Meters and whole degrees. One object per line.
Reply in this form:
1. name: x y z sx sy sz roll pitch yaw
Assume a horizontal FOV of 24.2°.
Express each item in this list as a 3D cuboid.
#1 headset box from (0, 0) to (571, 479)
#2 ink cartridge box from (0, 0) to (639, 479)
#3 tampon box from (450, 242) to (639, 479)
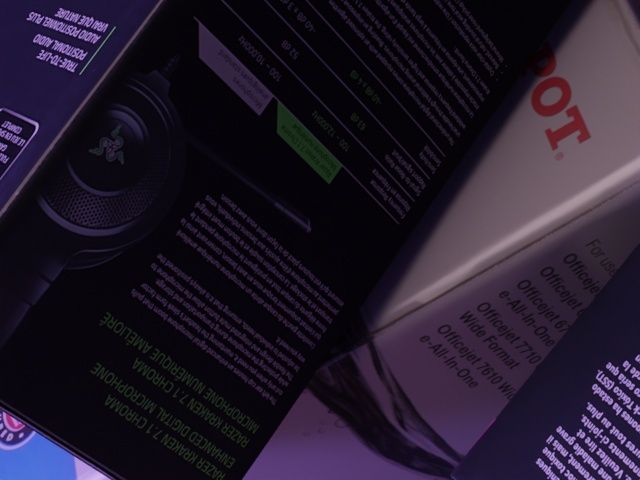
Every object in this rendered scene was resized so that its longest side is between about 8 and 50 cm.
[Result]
1. headset box: -0.075 -0.072 0.518 0.246 0.131 0.283 26 78 48
2. ink cartridge box: 0.000 0.000 0.598 0.307 0.129 0.223 -31 44 17
3. tampon box: 0.144 0.054 0.429 0.161 0.120 0.101 -51 42 7
